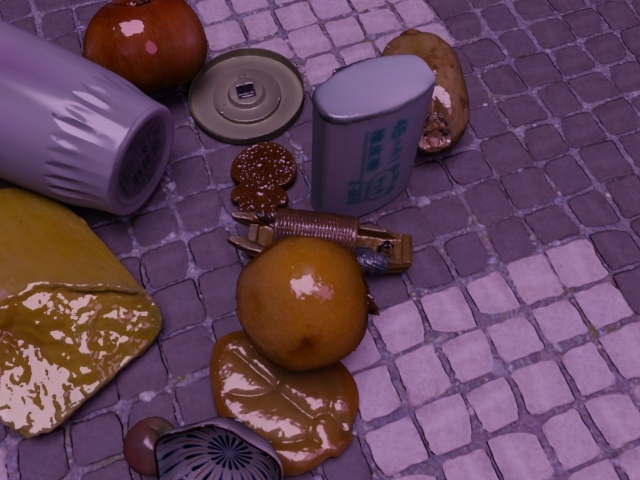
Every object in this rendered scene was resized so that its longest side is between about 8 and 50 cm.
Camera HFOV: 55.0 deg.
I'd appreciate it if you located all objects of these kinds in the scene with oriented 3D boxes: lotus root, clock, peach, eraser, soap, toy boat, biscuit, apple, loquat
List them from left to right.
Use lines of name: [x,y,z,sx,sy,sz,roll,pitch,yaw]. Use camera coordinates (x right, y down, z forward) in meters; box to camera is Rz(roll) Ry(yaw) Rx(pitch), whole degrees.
soap: [-0.483,0.080,0.980,0.427,0.115,0.306,36,70,18]
apple: [-0.337,-0.382,1.177,0.210,0.173,0.235,15,36,26]
peach: [-0.243,0.296,0.879,0.083,0.083,0.083,0,61,0]
clock: [-0.148,-0.292,1.231,0.234,0.029,0.235,0,61,1]
biscuit: [-0.108,-0.107,1.130,0.124,0.026,0.175,5,61,5]
biscuit: [-0.063,0.232,0.935,0.260,0.041,0.203,37,68,17]
loquat: [-0.019,0.089,0.897,0.207,0.208,0.208,0,61,0]
toy boat: [0.000,0.000,1.020,0.309,0.115,0.090,7,59,5]
eraser: [0.075,-0.158,1.007,0.189,0.290,0.104,-28,65,-15]
lotus root: [0.194,-0.294,1.166,0.160,0.146,0.284,5,57,-17]

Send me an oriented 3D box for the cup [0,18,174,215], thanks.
cup: [-0.459,-0.207,1.047,0.371,0.253,0.254,23,64,6]

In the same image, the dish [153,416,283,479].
dish: [-0.131,0.301,0.844,0.190,0.191,0.066,11,29,6]
